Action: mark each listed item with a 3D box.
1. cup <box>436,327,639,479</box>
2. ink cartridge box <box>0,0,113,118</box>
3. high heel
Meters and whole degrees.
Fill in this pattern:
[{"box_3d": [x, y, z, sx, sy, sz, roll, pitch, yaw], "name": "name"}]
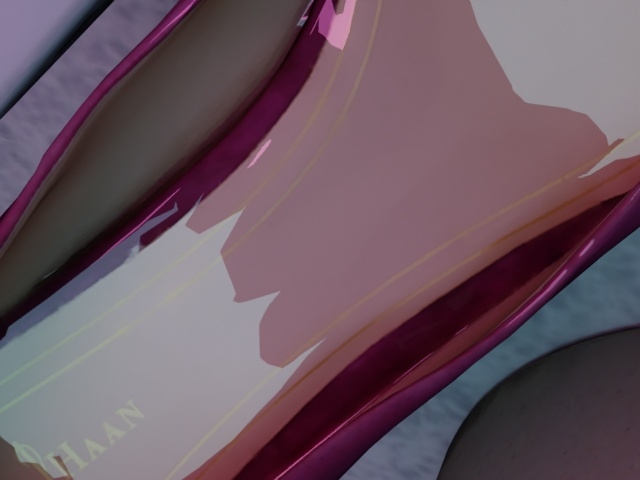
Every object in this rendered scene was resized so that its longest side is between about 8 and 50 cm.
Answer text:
[{"box_3d": [0.149, 0.227, 0.547, 0.331, 0.237, 0.331, 19, 138, 18], "name": "cup"}, {"box_3d": [-0.042, -0.130, 0.385, 0.087, 0.153, 0.208, 43, 138, -10], "name": "ink cartridge box"}, {"box_3d": [0.000, 0.000, 0.335, 0.127, 0.181, 0.377, 39, 129, -2], "name": "high heel"}]
